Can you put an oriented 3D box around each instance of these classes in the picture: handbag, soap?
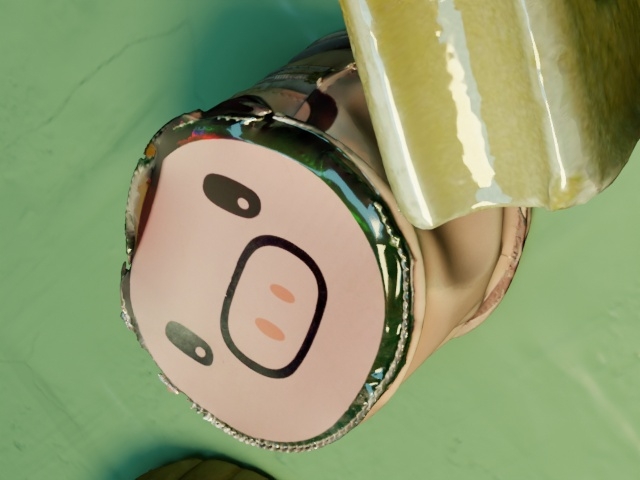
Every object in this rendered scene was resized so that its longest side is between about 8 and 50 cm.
[{"bbox_3d":[-0.001,0.001,0.606,0.179,0.116,0.205,32,131,16],"label":"handbag"},{"bbox_3d":[0.054,-0.163,0.438,0.089,0.173,0.274,-7,113,28],"label":"soap"}]

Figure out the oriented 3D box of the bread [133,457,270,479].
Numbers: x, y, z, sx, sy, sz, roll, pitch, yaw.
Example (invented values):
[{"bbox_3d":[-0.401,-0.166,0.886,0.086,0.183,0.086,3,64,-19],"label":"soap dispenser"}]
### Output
[{"bbox_3d":[-0.071,0.259,0.837,0.236,0.070,0.236,16,123,26],"label":"bread"}]
